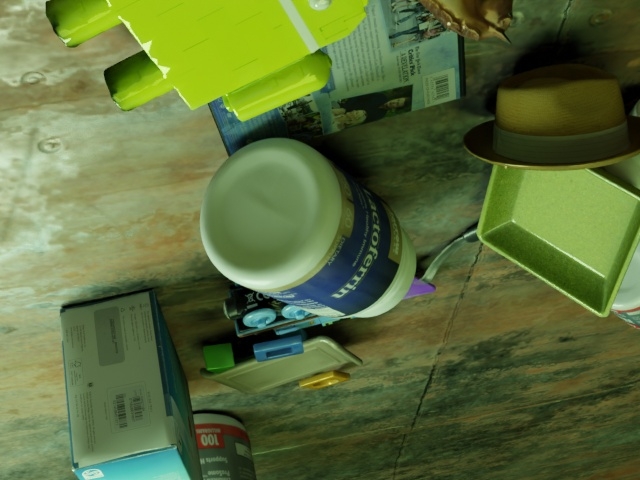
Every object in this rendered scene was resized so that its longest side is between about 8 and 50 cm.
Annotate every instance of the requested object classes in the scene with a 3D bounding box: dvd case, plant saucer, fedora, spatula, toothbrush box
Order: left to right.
[{"bbox_3d":[-0.237,0.235,1.284,0.126,0.216,0.295,-11,148,-6],"label":"toothbrush box"},{"bbox_3d":[0.013,-0.167,0.938,0.253,0.022,0.180,-15,148,1],"label":"dvd case"},{"bbox_3d":[0.174,0.015,1.281,0.296,0.030,0.084,-35,141,30],"label":"spatula"},{"bbox_3d":[0.239,-0.130,0.994,0.194,0.194,0.079,-10,113,-7],"label":"fedora"},{"bbox_3d":[0.281,-0.030,1.128,0.045,0.188,0.188,-37,149,-33],"label":"plant saucer"}]

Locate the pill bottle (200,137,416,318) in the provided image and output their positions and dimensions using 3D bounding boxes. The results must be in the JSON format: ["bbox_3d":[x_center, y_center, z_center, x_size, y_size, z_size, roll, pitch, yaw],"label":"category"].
[{"bbox_3d":[0.000,0.000,1.058,0.153,0.153,0.265,-26,157,18],"label":"pill bottle"}]

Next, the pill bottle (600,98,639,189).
[{"bbox_3d":[0.358,-0.077,1.135,0.112,0.112,0.186,-4,146,-17],"label":"pill bottle"}]

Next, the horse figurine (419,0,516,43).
[{"bbox_3d":[0.058,-0.241,0.718,0.263,0.066,0.174,-5,121,-37],"label":"horse figurine"}]

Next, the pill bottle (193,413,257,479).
[{"bbox_3d":[-0.186,0.474,1.541,0.210,0.362,0.210,-11,148,-7],"label":"pill bottle"}]

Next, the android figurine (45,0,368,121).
[{"bbox_3d":[-0.072,-0.201,0.795,0.273,0.056,0.248,-22,140,11],"label":"android figurine"}]

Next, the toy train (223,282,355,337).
[{"bbox_3d":[-0.029,0.073,1.248,0.184,0.080,0.105,-16,154,2],"label":"toy train"}]

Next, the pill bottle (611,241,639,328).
[{"bbox_3d":[0.463,0.070,1.414,0.108,0.108,0.180,-31,145,24],"label":"pill bottle"}]

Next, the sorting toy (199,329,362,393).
[{"bbox_3d":[-0.053,0.168,1.400,0.196,0.047,0.347,-16,161,11],"label":"sorting toy"}]
